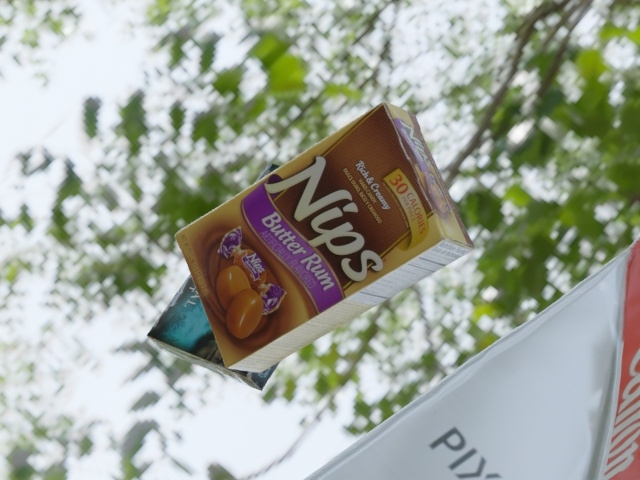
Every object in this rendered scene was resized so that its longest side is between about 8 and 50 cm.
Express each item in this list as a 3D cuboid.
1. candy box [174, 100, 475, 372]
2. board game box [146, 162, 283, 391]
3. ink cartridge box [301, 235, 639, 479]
[{"bbox_3d":[0.000,0.000,1.147,0.186,0.053,0.109,-31,-112,21],"label":"candy box"},{"bbox_3d":[-0.045,0.026,1.376,0.126,0.186,0.026,17,-24,43],"label":"board game box"},{"bbox_3d":[0.080,0.146,0.655,0.091,0.385,0.308,48,-22,27],"label":"ink cartridge box"}]
